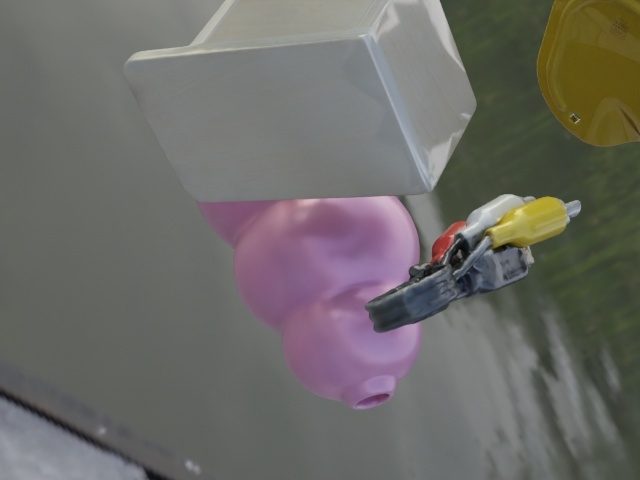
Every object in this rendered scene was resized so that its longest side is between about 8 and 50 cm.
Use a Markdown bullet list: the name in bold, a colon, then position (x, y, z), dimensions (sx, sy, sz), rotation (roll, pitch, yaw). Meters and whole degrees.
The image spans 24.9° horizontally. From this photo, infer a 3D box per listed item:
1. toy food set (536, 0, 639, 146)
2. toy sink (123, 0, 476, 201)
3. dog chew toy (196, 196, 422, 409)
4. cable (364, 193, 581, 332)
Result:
- **toy food set**: position (0.262, -0.173, 1.214), dimensions (0.128, 0.218, 0.071), rotation (36, 56, 19)
- **toy sink**: position (-0.014, -0.131, 1.191), dimensions (0.131, 0.234, 0.153), rotation (-60, 136, -41)
- **dog chew toy**: position (0.000, 0.000, 1.372), dimensions (0.206, 0.206, 0.332), rotation (18, 49, -55)
- **cable**: position (0.090, 0.015, 1.109), dimensions (0.287, 0.139, 0.072), rotation (-14, 88, -57)
